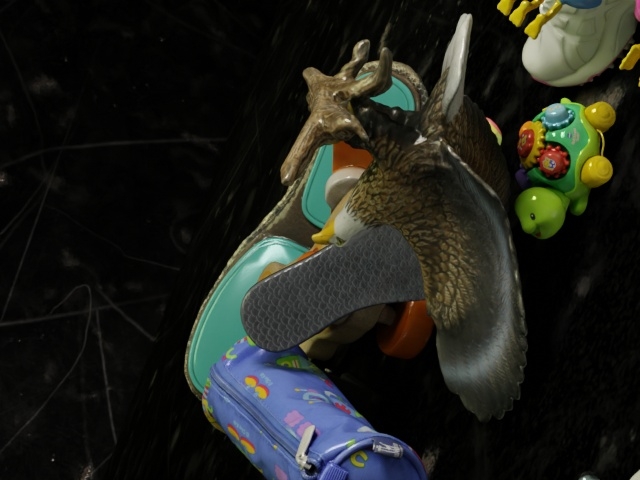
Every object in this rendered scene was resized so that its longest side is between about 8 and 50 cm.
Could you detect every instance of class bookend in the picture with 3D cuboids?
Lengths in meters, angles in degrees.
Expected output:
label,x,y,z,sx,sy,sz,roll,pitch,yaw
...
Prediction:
label,x,y,z,sx,sy,sz,roll,pitch,yaw
bookend,-0.031,0.161,1.651,0.072,0.156,0.157,-67,11,-1

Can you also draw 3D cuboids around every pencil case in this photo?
label,x,y,z,sx,sy,sz,roll,pitch,yaw
pencil case,-0.013,0.185,1.416,0.119,0.133,0.306,-55,30,0

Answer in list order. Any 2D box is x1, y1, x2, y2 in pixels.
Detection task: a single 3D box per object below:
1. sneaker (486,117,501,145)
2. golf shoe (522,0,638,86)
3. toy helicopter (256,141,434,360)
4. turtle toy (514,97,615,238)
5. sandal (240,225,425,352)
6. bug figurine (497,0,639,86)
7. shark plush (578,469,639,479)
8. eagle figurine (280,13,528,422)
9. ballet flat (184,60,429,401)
label,x,y,z,sx,sy,sz,roll,pitch,yaw
sneaker,0.139,-0.072,1.586,0.094,0.081,0.208,-45,2,-16
golf shoe,0.233,-0.234,1.311,0.306,0.140,0.115,134,155,-62
toy helicopter,0.002,0.020,1.664,0.355,0.140,0.235,152,130,-62
turtle toy,0.200,-0.062,1.288,0.095,0.066,0.130,141,139,-65
sandal,0.042,0.028,1.460,0.054,0.254,0.097,-71,-38,-88
bug figurine,0.256,-0.240,1.116,0.072,0.216,0.279,-25,-23,-45
shark plush,0.187,0.200,0.896,0.067,0.073,0.161,-9,47,39
eagle figurine,0.093,-0.026,1.286,0.226,0.298,0.225,-54,21,-21
ballet flat,0.000,0.000,1.910,0.483,0.164,0.182,-61,-10,2
